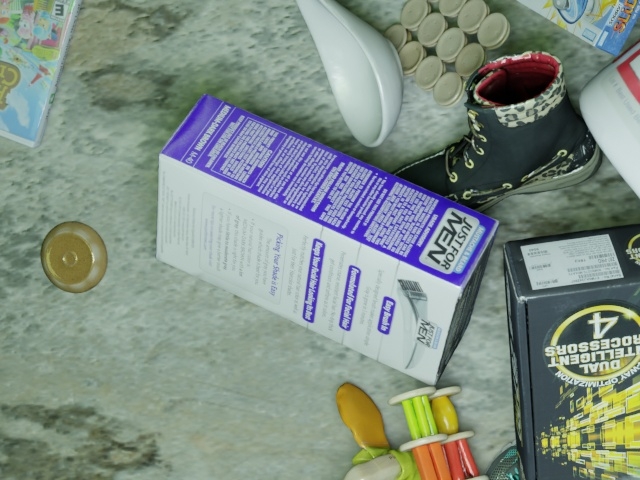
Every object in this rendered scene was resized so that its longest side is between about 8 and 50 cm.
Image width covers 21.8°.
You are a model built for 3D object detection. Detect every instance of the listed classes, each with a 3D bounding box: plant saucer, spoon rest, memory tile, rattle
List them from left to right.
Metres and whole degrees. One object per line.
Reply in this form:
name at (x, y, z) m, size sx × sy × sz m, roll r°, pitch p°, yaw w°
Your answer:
plant saucer at (-0.284, 0.020, 1.898) m, size 0.083 × 0.015 × 0.083 m, roll 2°, pitch 98°, yaw 15°
spoon rest at (0.021, -0.231, 1.733) m, size 0.084 × 0.137 × 0.276 m, roll -12°, pitch 87°, yaw -18°
rattle at (0.031, 0.283, 1.823) m, size 0.143 × 0.130 × 0.200 m, roll 36°, pitch 137°, yaw 26°
memory tile at (0.127, -0.209, 1.712) m, size 0.113 × 0.012 × 0.148 m, roll -54°, pitch 44°, yaw 12°

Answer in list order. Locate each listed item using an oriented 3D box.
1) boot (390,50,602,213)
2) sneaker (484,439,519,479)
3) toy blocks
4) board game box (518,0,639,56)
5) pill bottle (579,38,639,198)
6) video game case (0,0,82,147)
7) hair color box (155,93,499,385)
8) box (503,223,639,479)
boot at (0.154, -0.103, 1.671) m, size 0.236 × 0.178 × 0.085 m, roll -14°, pitch 59°, yaw 12°
sneaker at (0.230, 0.232, 1.751) m, size 0.166 × 0.076 × 0.065 m, roll -43°, pitch 84°, yaw 16°
toy blocks at (0.129, 0.230, 1.739) m, size 0.054 × 0.123 × 0.148 m, roll -22°, pitch 77°, yaw 25°
board game box at (0.255, -0.279, 1.634) m, size 0.201 × 0.035 × 0.136 m, roll 43°, pitch 111°, yaw 52°
pill bottle at (0.464, -0.177, 1.554) m, size 0.407 × 0.229 × 0.229 m, roll -40°, pitch 86°, yaw 17°
video game case at (-0.389, -0.230, 1.890) m, size 0.212 × 0.023 × 0.193 m, roll 21°, pitch 102°, yaw 12°
hair color box at (0.000, 0.000, 1.725) m, size 0.339 × 0.110 × 0.185 m, roll 26°, pitch 145°, yaw 12°
box at (0.375, 0.117, 1.552) m, size 0.395 × 0.097 × 0.318 m, roll -8°, pitch 130°, yaw 0°
